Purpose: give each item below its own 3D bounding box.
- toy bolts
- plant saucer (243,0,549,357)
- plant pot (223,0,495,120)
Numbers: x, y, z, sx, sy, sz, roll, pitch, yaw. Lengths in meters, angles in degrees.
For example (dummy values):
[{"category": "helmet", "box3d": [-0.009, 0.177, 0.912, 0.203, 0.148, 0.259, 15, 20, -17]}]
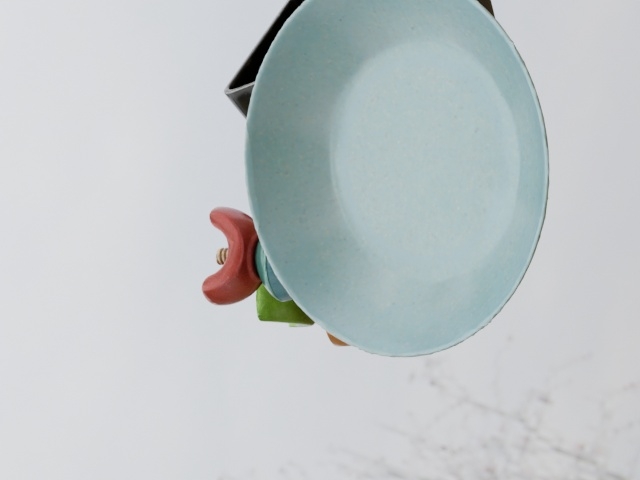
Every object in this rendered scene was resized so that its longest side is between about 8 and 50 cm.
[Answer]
[{"category": "toy bolts", "box3d": [0.000, 0.000, 1.793, 0.228, 0.158, 0.218, 10, -97, -64]}, {"category": "plant saucer", "box3d": [0.043, -0.040, 0.871, 0.037, 0.195, 0.195, -9, -63, -49]}, {"category": "plant pot", "box3d": [0.061, -0.130, 1.476, 0.167, 0.187, 0.188, 59, -147, -24]}]
